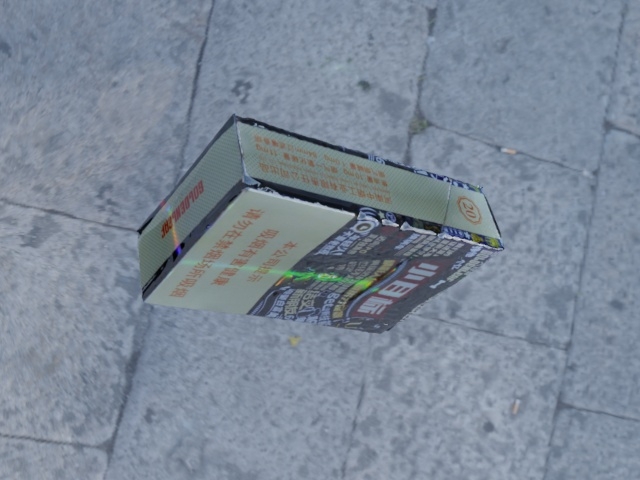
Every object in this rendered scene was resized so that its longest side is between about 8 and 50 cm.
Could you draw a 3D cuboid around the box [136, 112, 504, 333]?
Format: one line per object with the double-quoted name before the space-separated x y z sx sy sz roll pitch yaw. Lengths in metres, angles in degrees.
"box" 0.000 0.000 0.815 0.310 0.198 0.084 11 52 -35
